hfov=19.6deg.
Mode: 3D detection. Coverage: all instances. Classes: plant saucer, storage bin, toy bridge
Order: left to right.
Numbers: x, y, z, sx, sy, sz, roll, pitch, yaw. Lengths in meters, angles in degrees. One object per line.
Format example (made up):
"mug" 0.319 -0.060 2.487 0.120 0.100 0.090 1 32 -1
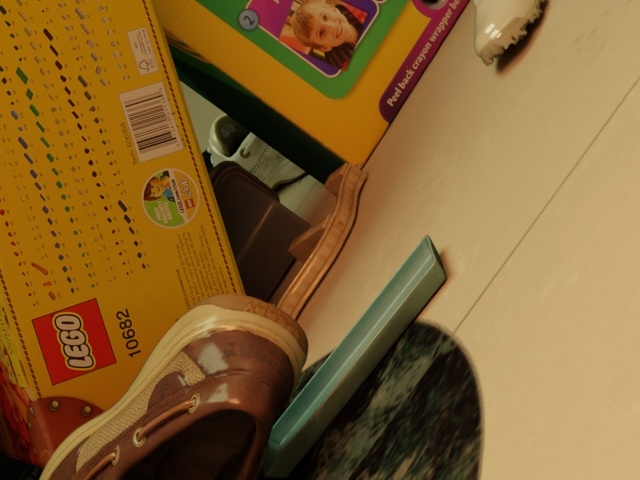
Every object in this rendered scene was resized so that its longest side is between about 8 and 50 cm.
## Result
"storage bin" -0.070 0.012 1.672 0.091 0.098 0.135 28 84 52
"toy bridge" 0.000 0.000 1.559 0.063 0.026 0.188 -35 22 51
"plant saucer" 0.023 0.082 1.264 0.192 0.018 0.067 -53 12 12

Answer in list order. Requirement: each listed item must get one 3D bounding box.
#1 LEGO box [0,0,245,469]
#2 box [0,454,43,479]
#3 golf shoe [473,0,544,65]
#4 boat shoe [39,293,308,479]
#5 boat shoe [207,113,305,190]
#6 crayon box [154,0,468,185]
"LEGO box" -0.255 -0.082 1.558 0.193 0.500 0.372 -19 5 -22
"box" -0.501 0.173 1.947 0.297 0.472 0.480 -56 11 -9
"golf shoe" 0.134 -0.207 1.472 0.069 0.086 0.176 -44 17 36
"boat shoe" -0.119 0.186 1.278 0.342 0.123 0.123 -50 22 34
"boat shoe" -0.072 -0.101 1.946 0.098 0.096 0.277 -61 13 -28
"crayon box" -0.012 -0.290 1.708 0.363 0.313 0.106 -57 12 -15
